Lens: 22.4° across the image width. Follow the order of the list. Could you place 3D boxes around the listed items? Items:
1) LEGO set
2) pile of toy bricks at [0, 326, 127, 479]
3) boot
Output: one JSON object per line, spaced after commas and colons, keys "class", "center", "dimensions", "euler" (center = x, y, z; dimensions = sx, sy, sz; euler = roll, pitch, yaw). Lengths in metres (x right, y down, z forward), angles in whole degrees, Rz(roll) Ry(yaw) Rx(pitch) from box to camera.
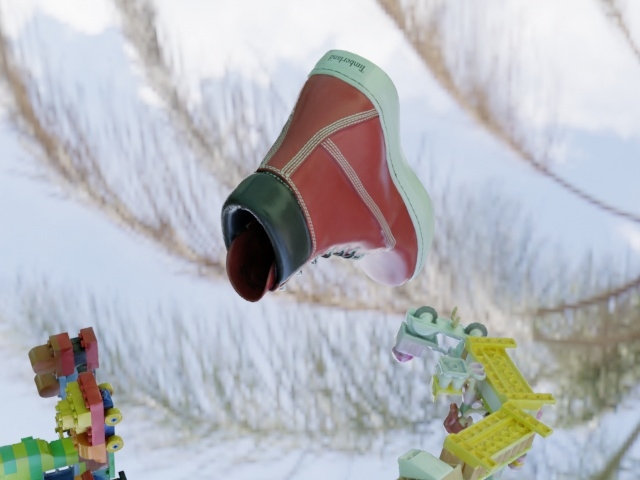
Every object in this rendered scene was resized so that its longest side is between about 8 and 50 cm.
{"class": "LEGO set", "center": [0.117, 0.171, 1.341], "dimensions": [0.132, 0.107, 0.287], "euler": [15, -152, -3]}
{"class": "pile of toy bricks", "center": [-0.208, 0.167, 1.219], "dimensions": [0.105, 0.212, 0.118], "euler": [-12, -133, -17]}
{"class": "boot", "center": [0.000, 0.000, 1.190], "dimensions": [0.088, 0.244, 0.176], "euler": [21, -116, 27]}
